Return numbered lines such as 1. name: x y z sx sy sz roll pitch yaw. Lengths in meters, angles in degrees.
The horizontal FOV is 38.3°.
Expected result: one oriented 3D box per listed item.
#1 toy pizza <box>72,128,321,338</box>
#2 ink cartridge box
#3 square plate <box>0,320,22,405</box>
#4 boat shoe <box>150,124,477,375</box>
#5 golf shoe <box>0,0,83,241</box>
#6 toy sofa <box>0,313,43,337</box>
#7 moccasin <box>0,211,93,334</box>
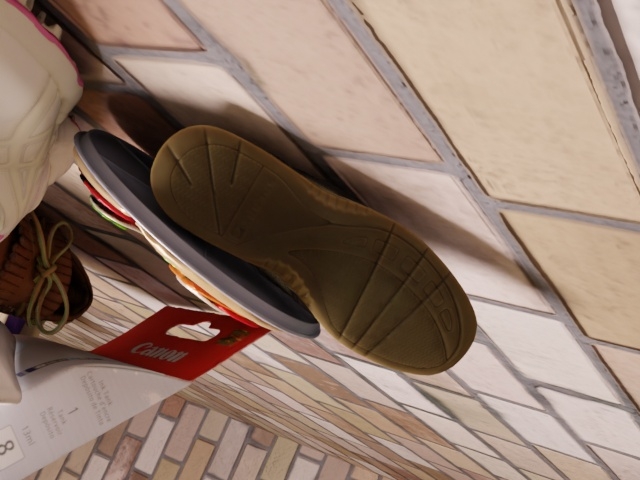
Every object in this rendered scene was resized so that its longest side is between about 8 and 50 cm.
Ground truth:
1. toy pizza: -0.082 0.002 0.598 0.201 0.032 0.201 40 -174 -5
2. ink cartridge box: -0.282 0.135 1.055 0.308 0.385 0.091 0 114 54
3. square plate: -0.460 0.093 0.861 0.344 0.049 0.347 6 -179 -20
4. boat shoe: -0.001 0.001 0.562 0.223 0.080 0.073 33 -170 -16
5. golf shoe: -0.216 -0.060 0.551 0.115 0.140 0.306 26 163 -1
6. toy sofa: -0.608 0.156 1.814 0.177 0.150 0.362 20 165 -3
7. moccasin: -0.335 0.032 1.035 0.147 0.139 0.380 12 161 1
